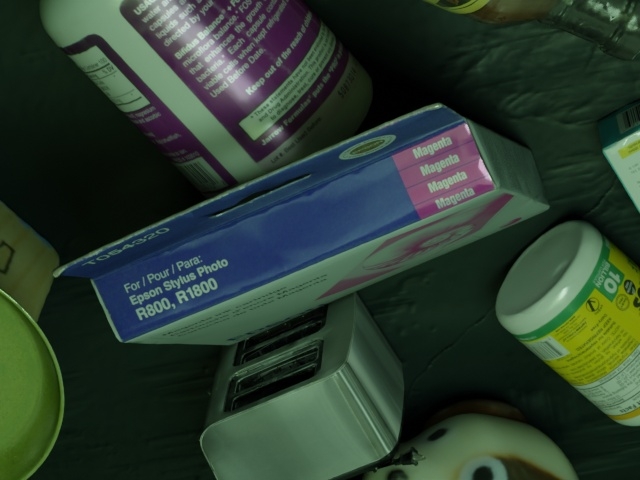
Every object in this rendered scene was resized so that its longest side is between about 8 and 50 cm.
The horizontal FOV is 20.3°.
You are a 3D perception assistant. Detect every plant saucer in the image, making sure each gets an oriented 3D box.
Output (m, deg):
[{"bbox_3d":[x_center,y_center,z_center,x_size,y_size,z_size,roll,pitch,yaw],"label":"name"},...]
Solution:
[{"bbox_3d":[-0.320,0.107,1.422,0.241,0.037,0.241,2,118,3],"label":"plant saucer"}]

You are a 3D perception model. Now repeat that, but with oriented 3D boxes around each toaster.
[{"bbox_3d":[-0.011,0.141,1.572,0.185,0.168,0.110,-23,114,16],"label":"toaster"}]

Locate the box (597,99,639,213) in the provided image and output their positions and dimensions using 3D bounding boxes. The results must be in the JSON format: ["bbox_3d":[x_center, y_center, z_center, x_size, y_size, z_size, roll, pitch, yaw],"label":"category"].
[{"bbox_3d":[0.339,-0.017,1.527,0.100,0.060,0.244,-27,114,17],"label":"box"}]

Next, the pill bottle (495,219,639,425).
[{"bbox_3d":[0.263,0.087,1.556,0.208,0.117,0.117,40,113,-17],"label":"pill bottle"}]

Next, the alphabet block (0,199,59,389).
[{"bbox_3d":[-0.364,0.054,1.529,0.193,0.197,0.192,41,113,-17],"label":"alphabet block"}]

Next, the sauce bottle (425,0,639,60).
[{"bbox_3d":[0.103,-0.238,1.394,0.344,0.111,0.111,20,118,-8],"label":"sauce bottle"}]

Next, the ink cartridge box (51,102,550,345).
[{"bbox_3d":[0.000,0.000,1.421,0.324,0.330,0.071,-23,82,16],"label":"ink cartridge box"}]

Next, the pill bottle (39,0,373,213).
[{"bbox_3d":[-0.112,-0.175,1.407,0.169,0.169,0.301,-35,111,20],"label":"pill bottle"}]

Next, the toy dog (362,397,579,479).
[{"bbox_3d":[0.103,0.347,1.621,0.395,0.284,0.408,10,119,-17],"label":"toy dog"}]
